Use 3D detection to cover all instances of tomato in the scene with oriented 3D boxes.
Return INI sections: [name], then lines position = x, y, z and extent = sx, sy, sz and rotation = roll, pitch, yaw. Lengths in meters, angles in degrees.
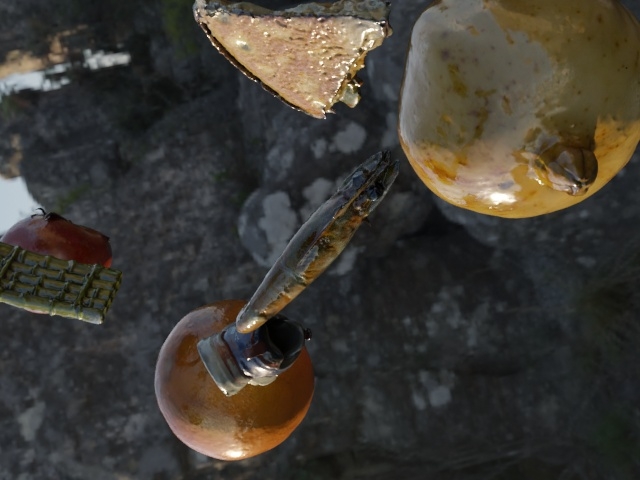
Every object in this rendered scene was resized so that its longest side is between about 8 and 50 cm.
[tomato]
position = -0.402, 0.036, 1.430
extent = 0.167, 0.167, 0.167
rotation = 167, 90, -83

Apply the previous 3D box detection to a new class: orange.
[orange]
position = -0.141, 0.225, 1.557
extent = 0.261, 0.261, 0.261
rotation = 167, 90, -83

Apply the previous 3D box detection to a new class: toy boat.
[toy boat]
position = -0.226, 0.033, 0.782
extent = 0.063, 0.115, 0.016
rotation = -78, 0, -54

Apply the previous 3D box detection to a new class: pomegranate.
[pomegranate]
position = 0.299, -0.195, 1.369
extent = 0.410, 0.410, 0.410
rotation = 167, 90, -83

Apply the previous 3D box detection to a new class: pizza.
[pizza]
position = -0.006, -0.181, 0.842
extent = 0.195, 0.185, 0.052
rotation = -6, 57, 49

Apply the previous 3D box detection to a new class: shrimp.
[shrimp]
position = 0.000, 0.000, 1.124
extent = 0.058, 0.296, 0.169
rotation = 42, -159, -2

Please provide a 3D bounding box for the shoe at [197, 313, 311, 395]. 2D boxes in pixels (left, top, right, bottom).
[shoe]
position = -0.071, 0.131, 1.276
extent = 0.099, 0.125, 0.227
rotation = 57, -164, 7
